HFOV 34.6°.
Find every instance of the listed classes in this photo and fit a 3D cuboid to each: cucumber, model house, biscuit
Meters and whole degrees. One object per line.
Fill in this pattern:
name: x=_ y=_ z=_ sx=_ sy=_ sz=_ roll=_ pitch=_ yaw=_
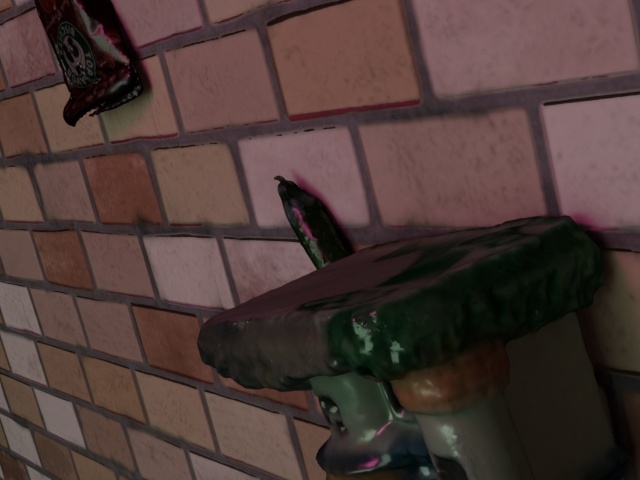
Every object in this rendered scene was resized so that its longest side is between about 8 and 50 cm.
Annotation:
cucumber: x=0.000 y=0.000 z=0.909 sx=0.155 sy=0.037 sz=0.037 roll=57 pitch=146 yaw=17
model house: x=0.092 y=0.170 z=0.738 sx=0.267 sy=0.194 sz=0.325 roll=-11 pitch=102 yaw=57
biscuit: x=-0.283 y=-0.249 z=1.155 sx=0.151 sy=0.063 sz=0.235 roll=-20 pitch=94 yaw=58
